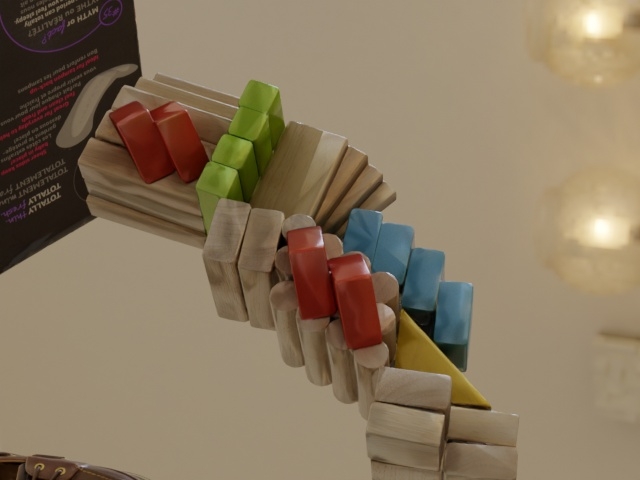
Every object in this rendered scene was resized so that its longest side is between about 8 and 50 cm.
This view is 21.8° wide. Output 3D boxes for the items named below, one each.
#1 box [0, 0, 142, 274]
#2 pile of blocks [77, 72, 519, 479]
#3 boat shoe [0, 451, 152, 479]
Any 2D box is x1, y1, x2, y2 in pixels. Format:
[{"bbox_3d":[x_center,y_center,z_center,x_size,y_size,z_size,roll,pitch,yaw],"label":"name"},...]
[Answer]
[{"bbox_3d":[-0.239,-0.137,1.254,0.165,0.143,0.270,-32,-38,-28],"label":"box"},{"bbox_3d":[0.000,0.000,0.989,0.149,0.362,0.112,-41,-22,-16],"label":"pile of blocks"},{"bbox_3d":[-0.173,0.171,1.075,0.060,0.178,0.064,29,-110,-51],"label":"boat shoe"}]
